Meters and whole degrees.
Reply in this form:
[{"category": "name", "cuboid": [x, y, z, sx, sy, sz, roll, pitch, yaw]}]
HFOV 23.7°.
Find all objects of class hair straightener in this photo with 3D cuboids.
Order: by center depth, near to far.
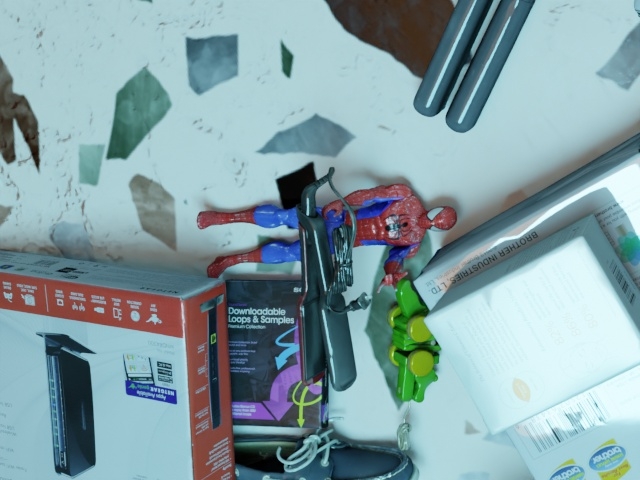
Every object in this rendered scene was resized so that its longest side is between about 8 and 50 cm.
[{"category": "hair straightener", "cuboid": [0.020, 0.041, 1.515, 0.089, 0.047, 0.230, 10, 106, 36]}]

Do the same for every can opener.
[{"category": "can opener", "cuboid": [0.169, -0.237, 1.487, 0.076, 0.095, 0.283, 28, 110, 10]}]

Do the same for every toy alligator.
[{"category": "toy alligator", "cuboid": [0.106, 0.131, 1.629, 0.051, 0.056, 0.189, -7, 103, -24]}]

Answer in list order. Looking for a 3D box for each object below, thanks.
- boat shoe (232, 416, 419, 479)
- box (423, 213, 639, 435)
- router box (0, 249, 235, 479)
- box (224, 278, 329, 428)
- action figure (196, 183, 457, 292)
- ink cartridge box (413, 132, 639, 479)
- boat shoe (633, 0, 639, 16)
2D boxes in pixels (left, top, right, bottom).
[{"category": "boat shoe", "cuboid": [-0.018, 0.248, 1.678, 0.255, 0.095, 0.079, -4, 114, 28]}, {"category": "box", "cuboid": [0.205, 0.077, 1.402, 0.170, 0.091, 0.130, -29, 94, 22]}, {"category": "router box", "cuboid": [-0.255, 0.177, 1.698, 0.335, 0.082, 0.301, 6, 106, 30]}, {"category": "box", "cuboid": [-0.049, 0.123, 1.666, 0.116, 0.029, 0.162, 0, 87, 17]}, {"category": "action figure", "cuboid": [0.000, 0.000, 1.585, 0.280, 0.139, 0.091, -8, 103, 17]}, {"category": "ink cartridge box", "cuboid": [0.311, 0.128, 1.508, 0.270, 0.151, 0.395, -31, 92, 23]}, {"category": "boat shoe", "cuboid": [0.369, -0.205, 1.458, 0.142, 0.049, 0.040, 12, 108, 12]}]
